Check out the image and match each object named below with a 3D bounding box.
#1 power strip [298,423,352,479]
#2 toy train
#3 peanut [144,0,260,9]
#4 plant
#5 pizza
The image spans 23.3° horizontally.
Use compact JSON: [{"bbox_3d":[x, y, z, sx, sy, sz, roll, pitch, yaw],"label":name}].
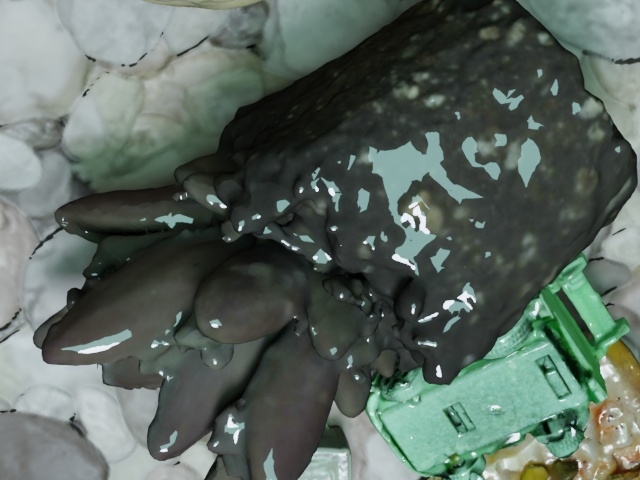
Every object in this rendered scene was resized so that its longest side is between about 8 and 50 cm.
[{"bbox_3d":[-0.016,0.194,0.960,0.075,0.042,0.175,-5,106,-6],"label":"power strip"},{"bbox_3d":[0.103,0.078,0.916,0.149,0.081,0.099,-28,111,23],"label":"toy train"},{"bbox_3d":[0.011,-0.220,0.807,0.290,0.130,0.130,-34,106,6],"label":"peanut"},{"bbox_3d":[0.000,0.000,0.841,0.321,0.181,0.194,-38,103,-1],"label":"plant"},{"bbox_3d":[0.131,0.157,0.964,0.195,0.052,0.185,-20,104,0],"label":"pizza"}]
